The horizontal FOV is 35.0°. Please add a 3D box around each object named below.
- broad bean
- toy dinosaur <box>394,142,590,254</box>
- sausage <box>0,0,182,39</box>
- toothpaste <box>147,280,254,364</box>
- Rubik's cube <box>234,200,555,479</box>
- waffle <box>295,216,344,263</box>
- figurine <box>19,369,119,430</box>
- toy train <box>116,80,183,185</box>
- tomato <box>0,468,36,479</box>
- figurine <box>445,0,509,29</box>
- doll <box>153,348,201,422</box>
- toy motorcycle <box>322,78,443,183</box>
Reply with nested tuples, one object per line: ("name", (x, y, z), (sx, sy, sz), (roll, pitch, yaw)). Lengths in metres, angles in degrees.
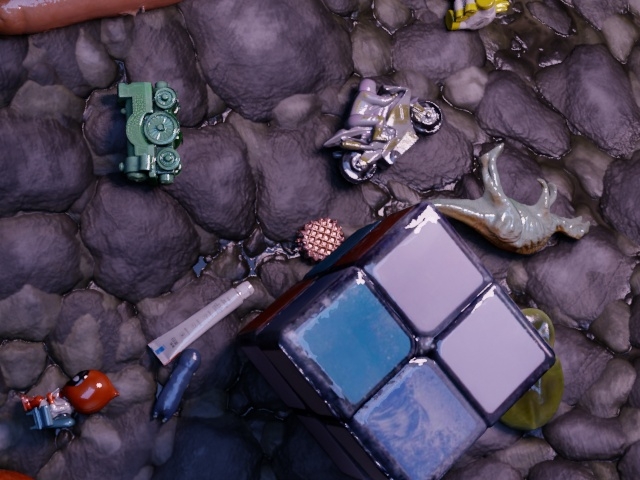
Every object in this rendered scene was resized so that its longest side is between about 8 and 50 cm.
("broad bean", (0.343, 0.217, 1.732), (0.153, 0.072, 0.206), (8, 77, -6))
("toy dinosaur", (0.299, -0.066, 1.773), (0.393, 0.092, 0.205), (-12, 88, -25))
("sausage", (-0.352, -0.414, 1.682), (0.419, 0.094, 0.094), (-17, 113, -17))
("toothpaste", (-0.188, 0.129, 1.640), (0.190, 0.031, 0.048), (-36, 67, -17))
("Rubik's cube", (0.102, 0.166, 1.545), (0.318, 0.313, 0.316), (-40, 95, -17))
("waffle", (0.000, 0.000, 1.713), (0.083, 0.029, 0.075), (-21, 85, -18))
("figurine", (-0.379, 0.245, 1.548), (0.140, 0.068, 0.075), (-19, 81, -15))
("toy train", (-0.279, -0.175, 1.661), (0.105, 0.071, 0.178), (-3, 78, -7))
("tomato", (-0.481, 0.462, 1.341), (0.325, 0.293, 0.290), (-32, 74, -6))
("figurine", (0.260, -0.471, 1.855), (0.130, 0.109, 0.178), (-29, 86, -44))
("doll", (-0.228, 0.229, 1.612), (0.037, 0.027, 0.125), (29, 76, -6))
("toy motorcycle", (0.099, -0.205, 1.759), (0.225, 0.073, 0.152), (-36, 87, -19))
